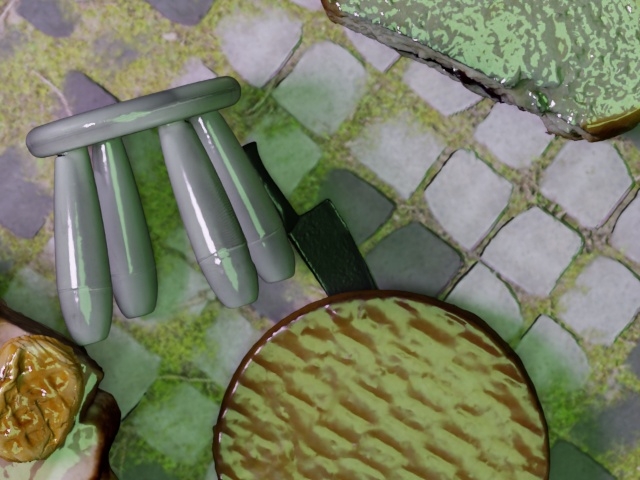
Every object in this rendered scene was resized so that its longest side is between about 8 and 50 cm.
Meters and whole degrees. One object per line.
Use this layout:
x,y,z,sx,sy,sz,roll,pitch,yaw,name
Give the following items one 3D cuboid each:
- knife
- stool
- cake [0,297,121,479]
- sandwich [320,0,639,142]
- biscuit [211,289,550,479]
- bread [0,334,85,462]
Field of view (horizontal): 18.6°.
0.000,0.000,1.835,0.060,0.028,0.230,-36,98,-11,knife
-0.144,-0.029,1.728,0.195,0.195,0.199,-13,92,14,stool
-0.310,0.140,1.750,0.293,0.199,0.196,27,87,-13,cake
0.160,-0.190,1.782,0.288,0.099,0.254,-20,96,-1,sandwich
0.057,0.199,1.833,0.318,0.040,0.318,1,99,4,biscuit
-0.243,0.134,1.646,0.083,0.044,0.111,22,89,-19,bread
